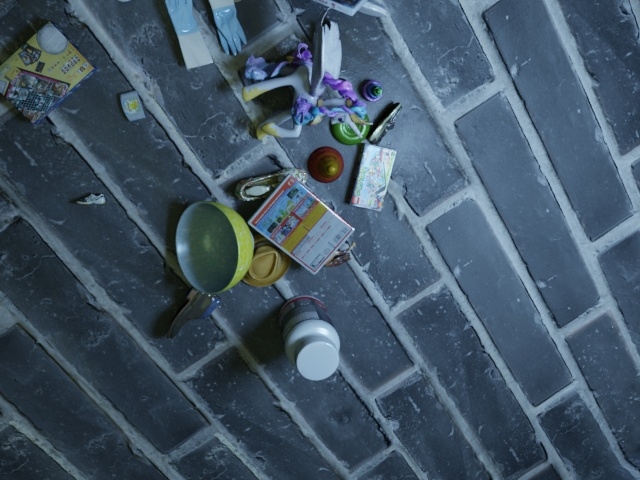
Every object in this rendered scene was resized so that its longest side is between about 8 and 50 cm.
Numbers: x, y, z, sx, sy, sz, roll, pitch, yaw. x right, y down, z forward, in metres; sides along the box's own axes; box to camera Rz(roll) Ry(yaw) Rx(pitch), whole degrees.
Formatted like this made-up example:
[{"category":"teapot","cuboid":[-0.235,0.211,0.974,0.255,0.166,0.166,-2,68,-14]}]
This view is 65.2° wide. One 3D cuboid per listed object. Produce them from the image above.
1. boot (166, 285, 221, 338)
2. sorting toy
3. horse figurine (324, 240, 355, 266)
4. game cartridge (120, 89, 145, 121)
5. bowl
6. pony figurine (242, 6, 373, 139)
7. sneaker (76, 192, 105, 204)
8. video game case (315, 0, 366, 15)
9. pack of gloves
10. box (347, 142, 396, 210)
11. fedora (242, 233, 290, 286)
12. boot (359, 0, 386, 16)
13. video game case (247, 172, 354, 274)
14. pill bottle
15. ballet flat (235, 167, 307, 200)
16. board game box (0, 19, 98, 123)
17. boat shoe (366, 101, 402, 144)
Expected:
[{"category":"boot","cuboid":[-0.423,0.250,1.668,0.106,0.082,0.219,30,97,-13]},{"category":"sorting toy","cuboid":[0.093,-0.336,1.569,0.127,0.126,0.365,30,99,-16]},{"category":"horse figurine","cuboid":[0.000,0.000,1.677,0.174,0.066,0.263,-38,108,3]},{"category":"game cartridge","cuboid":[-0.563,-0.401,1.498,0.056,0.017,0.083,-15,107,-1]},{"category":"bowl","cuboid":[-0.302,0.016,1.566,0.156,0.290,0.289,-9,113,-52]},{"category":"pony figurine","cuboid":[-0.039,-0.461,1.458,0.364,0.303,0.350,-2,106,14]},{"category":"sneaker","cuboid":[-0.709,-0.128,1.545,0.083,0.032,0.036,-4,92,-14]},{"category":"video game case","cuboid":[0.040,-0.694,1.384,0.184,0.201,0.023,25,137,6]},{"category":"pack of gloves","cuboid":[-0.334,-0.643,1.465,0.195,0.046,0.232,-20,113,-12]},{"category":"box","cuboid":[0.171,-0.209,1.663,0.114,0.036,0.206,10,104,-12]},{"category":"fedora","cuboid":[-0.188,0.072,1.659,0.195,0.079,0.194,-3,105,-9]},{"category":"boot","cuboid":[0.116,-0.736,1.488,0.190,0.069,0.086,16,98,-10]},{"category":"video game case","cuboid":[-0.059,-0.048,1.601,0.285,0.025,0.204,39,97,-19]},{"category":"pill bottle","cuboid":[-0.035,0.313,1.626,0.177,0.318,0.176,-3,107,-9]},{"category":"ballet flat","cuboid":[-0.153,-0.171,1.598,0.241,0.077,0.091,-17,107,-5]},{"category":"board game box","cuboid":[-0.788,-0.474,1.425,0.243,0.042,0.165,-40,108,3]},{"category":"boat shoe","cuboid":[0.214,-0.376,1.618,0.049,0.056,0.152,36,107,-22]}]
